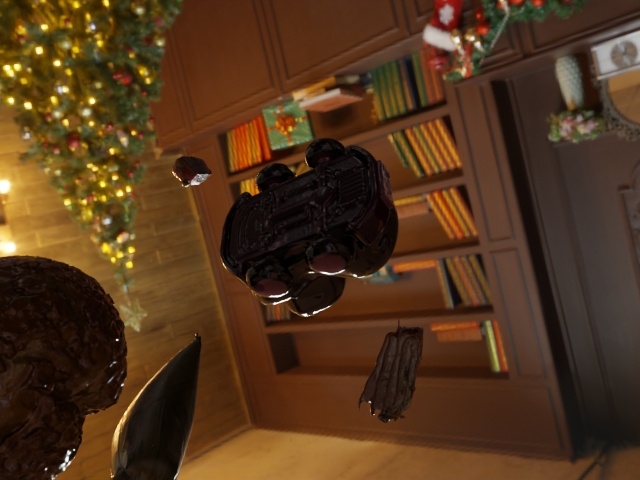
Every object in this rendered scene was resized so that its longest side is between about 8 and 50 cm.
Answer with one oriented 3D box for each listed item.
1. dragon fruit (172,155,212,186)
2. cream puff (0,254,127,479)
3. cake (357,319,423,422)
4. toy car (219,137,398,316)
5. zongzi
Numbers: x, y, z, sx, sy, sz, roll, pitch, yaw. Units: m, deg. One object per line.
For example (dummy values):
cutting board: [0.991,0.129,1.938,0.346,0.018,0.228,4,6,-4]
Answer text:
dragon fruit: [-0.277,-0.141,1.360,0.060,0.056,0.083,-38,168,22]
cream puff: [-0.352,0.164,0.737,0.212,0.303,0.303,20,-163,22]
cake: [0.152,0.287,1.311,0.098,0.135,0.287,15,-150,15]
toy car: [0.000,0.000,1.163,0.340,0.271,0.240,-21,136,24]
zongzi: [-0.235,0.268,1.005,0.256,0.115,0.228,-61,-168,-13]
